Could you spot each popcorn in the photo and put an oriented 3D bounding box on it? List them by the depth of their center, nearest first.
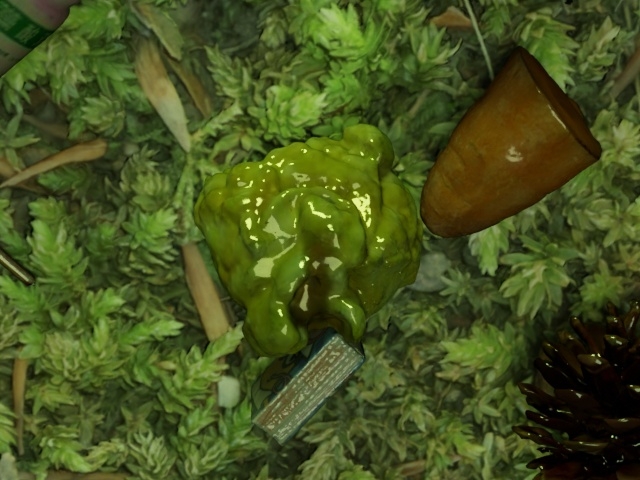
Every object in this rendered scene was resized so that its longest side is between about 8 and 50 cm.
[{"bbox_3d":[0.000,0.000,1.502,0.250,0.235,0.242,-23,90,-9],"label":"popcorn"}]

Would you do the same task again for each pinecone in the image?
[{"bbox_3d":[0.354,0.200,1.583,0.264,0.264,0.264,-1,108,-3],"label":"pinecone"}]

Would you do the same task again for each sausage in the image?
[{"bbox_3d":[-0.384,0.022,1.592,0.100,0.015,0.015,43,101,-14],"label":"sausage"}]

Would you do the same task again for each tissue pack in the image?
[{"bbox_3d":[-0.018,0.163,1.607,0.065,0.115,0.155,39,100,-13],"label":"tissue pack"}]

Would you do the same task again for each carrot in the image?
[{"bbox_3d":[0.203,-0.094,1.537,0.159,0.159,0.225,42,114,-14],"label":"carrot"}]

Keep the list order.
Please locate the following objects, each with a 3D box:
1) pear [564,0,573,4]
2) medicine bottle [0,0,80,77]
[{"bbox_3d":[0.168,-0.409,1.375,0.286,0.176,0.282,15,106,10],"label":"pear"},{"bbox_3d":[-0.369,-0.287,1.394,0.325,0.212,0.212,-39,106,8],"label":"medicine bottle"}]
